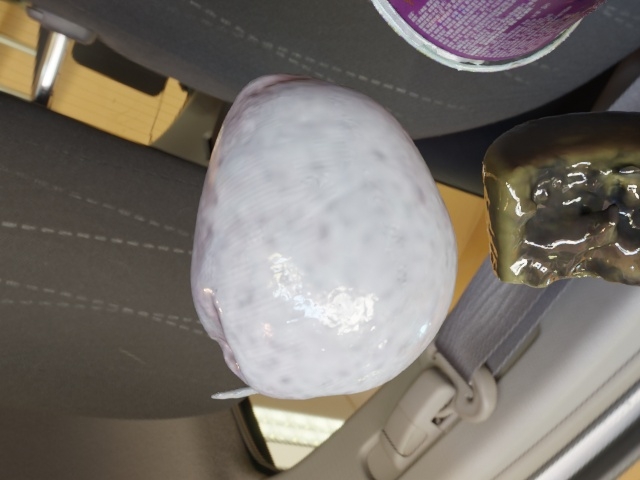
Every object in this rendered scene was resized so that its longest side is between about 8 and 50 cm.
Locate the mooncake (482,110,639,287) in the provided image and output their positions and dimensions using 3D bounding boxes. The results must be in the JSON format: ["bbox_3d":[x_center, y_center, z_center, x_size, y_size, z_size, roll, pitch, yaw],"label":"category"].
[{"bbox_3d":[0.482,-0.052,0.861,0.393,0.246,0.394,-32,-139,-24],"label":"mooncake"}]

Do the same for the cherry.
[{"bbox_3d":[-0.004,0.004,0.564,0.292,0.334,0.326,-2,-146,20],"label":"cherry"}]

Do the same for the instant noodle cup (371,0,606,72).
[{"bbox_3d":[0.212,-0.360,0.485,0.340,0.339,0.266,22,180,-11],"label":"instant noodle cup"}]
